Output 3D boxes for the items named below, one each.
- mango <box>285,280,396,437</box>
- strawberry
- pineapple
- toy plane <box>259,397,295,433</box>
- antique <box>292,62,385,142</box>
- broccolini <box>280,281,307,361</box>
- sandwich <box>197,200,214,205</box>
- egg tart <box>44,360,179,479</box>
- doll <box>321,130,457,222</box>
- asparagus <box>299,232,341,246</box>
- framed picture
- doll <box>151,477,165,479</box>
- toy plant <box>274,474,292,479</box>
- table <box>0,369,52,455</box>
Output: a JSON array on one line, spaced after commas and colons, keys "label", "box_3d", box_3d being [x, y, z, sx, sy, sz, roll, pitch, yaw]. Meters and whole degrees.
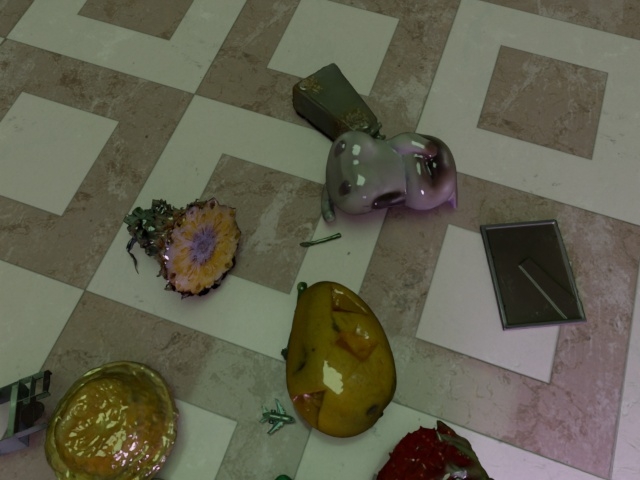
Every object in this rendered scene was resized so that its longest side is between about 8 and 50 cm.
[{"label": "mango", "box_3d": [0.038, 0.261, 1.281, 0.253, 0.182, 0.365, 3, 54, -25]}, {"label": "strawberry", "box_3d": [0.202, 0.552, 1.137, 0.343, 0.292, 0.292, -37, 70, 2]}, {"label": "pineapple", "box_3d": [-0.376, -0.015, 1.422, 0.272, 0.262, 0.262, 21, 66, 35]}, {"label": "toy plane", "box_3d": [-0.099, 0.410, 1.302, 0.083, 0.033, 0.080, 12, 65, -2]}, {"label": "antique", "box_3d": [0.062, -0.352, 1.592, 0.150, 0.125, 0.284, -37, 71, -14]}, {"label": "broccolini", "box_3d": [-0.060, 0.207, 1.393, 0.067, 0.058, 0.216, 21, 53, -31]}, {"label": "sandwich", "box_3d": [-0.297, -0.086, 1.525, 0.044, 0.031, 0.083, -38, 71, -13]}, {"label": "egg tart", "box_3d": [-0.470, 0.406, 1.238, 0.319, 0.128, 0.319, -1, 59, 2]}, {"label": "doll", "box_3d": [0.180, -0.174, 1.456, 0.370, 0.226, 0.215, -9, 66, -4]}, {"label": "asparagus", "box_3d": [0.000, 0.000, 1.495, 0.114, 0.014, 0.015, -15, 33, -7]}, {"label": "framed picture", "box_3d": [0.545, 0.083, 1.454, 0.213, 0.016, 0.289, -5, 66, -3]}, {"label": "doll", "box_3d": [-0.274, 0.622, 1.173, 0.278, 0.175, 0.149, 20, 105, 0]}, {"label": "toy plant", "box_3d": [-0.066, 0.572, 1.184, 0.200, 0.105, 0.142, 8, 67, -5]}, {"label": "table", "box_3d": [-0.685, 0.393, 1.267, 0.175, 0.062, 0.146, -19, 45, -6]}]
